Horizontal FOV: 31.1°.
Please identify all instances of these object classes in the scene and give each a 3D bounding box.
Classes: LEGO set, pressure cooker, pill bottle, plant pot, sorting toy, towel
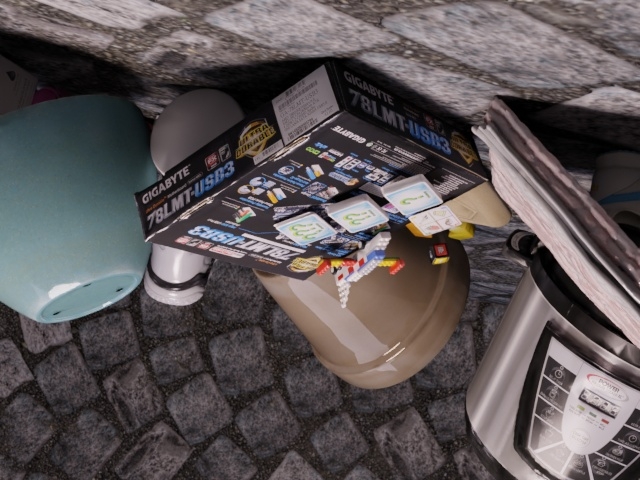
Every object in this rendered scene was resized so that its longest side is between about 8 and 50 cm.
[{"bbox_3d":[0.075,0.008,1.368,0.182,0.060,0.244,-18,158,16],"label":"LEGO set"},{"bbox_3d":[0.424,0.150,1.591,0.369,0.420,0.375,8,-151,-27],"label":"pressure cooker"},{"bbox_3d":[-0.108,-0.082,1.478,0.153,0.153,0.265,9,164,21],"label":"pill bottle"},{"bbox_3d":[0.043,0.046,1.935,0.280,0.323,0.323,37,160,-34],"label":"plant pot"},{"bbox_3d":[0.150,-0.051,1.647,0.229,0.041,0.307,7,162,29],"label":"sorting toy"},{"bbox_3d":[-0.313,-0.016,1.387,0.290,0.195,0.290,-24,166,-6],"label":"plant pot"},{"bbox_3d":[0.296,0.013,1.266,0.332,0.053,0.317,51,-175,17],"label":"towel"}]

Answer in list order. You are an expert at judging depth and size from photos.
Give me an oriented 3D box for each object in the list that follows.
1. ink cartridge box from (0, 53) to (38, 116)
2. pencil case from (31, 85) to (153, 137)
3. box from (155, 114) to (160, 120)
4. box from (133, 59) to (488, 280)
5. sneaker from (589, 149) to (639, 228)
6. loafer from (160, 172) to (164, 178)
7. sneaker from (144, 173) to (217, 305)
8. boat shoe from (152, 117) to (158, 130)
[{"bbox_3d":[-0.445,-0.163,1.386,0.092,0.159,0.218,12,174,17],"label":"ink cartridge box"},{"bbox_3d":[-0.318,-0.149,1.610,0.098,0.095,0.209,-30,149,30],"label":"pencil case"},{"bbox_3d":[-0.166,-0.115,1.738,0.063,0.067,0.324,10,174,16],"label":"box"},{"bbox_3d":[-0.006,-0.062,1.314,0.293,0.073,0.295,-29,152,30],"label":"box"},{"bbox_3d":[0.417,-0.039,1.287,0.228,0.092,0.087,8,171,17],"label":"sneaker"},{"bbox_3d":[-0.206,-0.106,1.896,0.078,0.076,0.223,54,-172,12],"label":"loafer"},{"bbox_3d":[-0.241,-0.049,2.175,0.137,0.210,0.366,12,-152,-3],"label":"sneaker"},{"bbox_3d":[-0.160,-0.146,1.559,0.135,0.050,0.045,3,176,-35],"label":"boat shoe"}]
